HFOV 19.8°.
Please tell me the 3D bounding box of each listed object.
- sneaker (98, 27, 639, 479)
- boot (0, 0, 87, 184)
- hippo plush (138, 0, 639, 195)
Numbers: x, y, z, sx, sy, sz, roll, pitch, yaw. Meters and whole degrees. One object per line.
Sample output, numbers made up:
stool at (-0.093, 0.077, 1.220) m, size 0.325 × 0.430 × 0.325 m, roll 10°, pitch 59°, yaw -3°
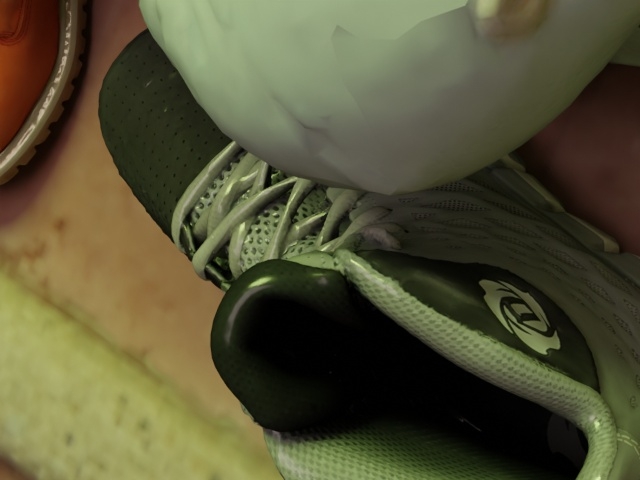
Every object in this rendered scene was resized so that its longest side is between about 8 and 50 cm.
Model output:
sneaker at (0.000, 0.000, 0.455) m, size 0.228 × 0.132 × 0.086 m, roll 33°, pitch 108°, yaw 30°
boot at (-0.111, -0.089, 0.562) m, size 0.059 × 0.084 × 0.158 m, roll 25°, pitch 105°, yaw 30°
hippo plush at (-0.003, -0.131, 0.432) m, size 0.234 × 0.294 × 0.237 m, roll -17°, pitch 105°, yaw 44°
